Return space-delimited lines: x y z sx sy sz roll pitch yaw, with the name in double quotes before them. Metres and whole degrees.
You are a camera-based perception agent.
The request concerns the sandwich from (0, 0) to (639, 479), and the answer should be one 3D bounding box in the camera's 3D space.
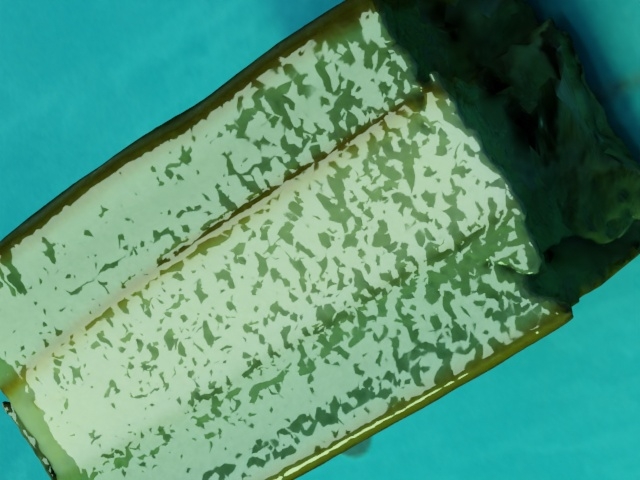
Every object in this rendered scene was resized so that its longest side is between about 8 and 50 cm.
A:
"sandwich" 0.000 0.000 0.702 0.155 0.227 0.198 57 144 1
